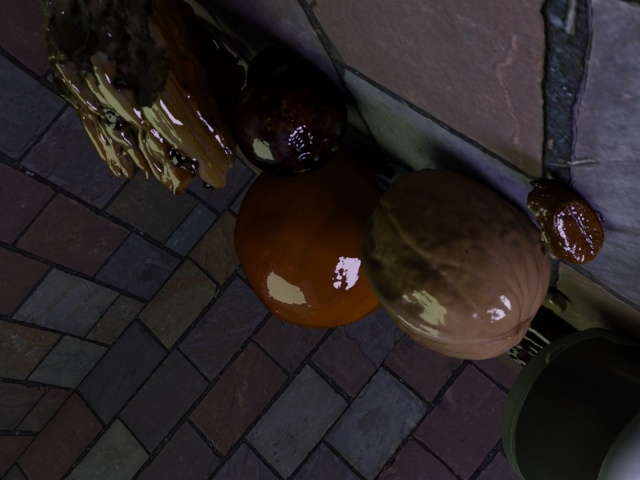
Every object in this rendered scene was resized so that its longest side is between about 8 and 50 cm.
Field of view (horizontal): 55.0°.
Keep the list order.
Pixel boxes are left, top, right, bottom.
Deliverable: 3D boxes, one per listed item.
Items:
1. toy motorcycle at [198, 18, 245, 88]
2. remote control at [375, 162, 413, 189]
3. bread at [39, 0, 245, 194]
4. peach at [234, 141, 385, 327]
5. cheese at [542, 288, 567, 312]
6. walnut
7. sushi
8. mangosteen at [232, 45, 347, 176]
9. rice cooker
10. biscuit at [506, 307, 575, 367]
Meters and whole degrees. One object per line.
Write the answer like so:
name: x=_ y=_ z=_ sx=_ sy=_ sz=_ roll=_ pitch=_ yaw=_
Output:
toy motorcycle: x=-0.210 y=-0.343 z=1.135 sx=0.212 sy=0.084 sz=0.118 roll=47 pitch=-179 yaw=19
remote control: x=0.183 y=-0.048 z=1.039 sx=0.244 sy=0.047 sz=0.087 roll=40 pitch=-179 yaw=-32
bread: x=-0.275 y=-0.259 z=0.881 sx=0.370 sy=0.191 sz=0.314 roll=53 pitch=-157 yaw=-36
peach: x=0.000 y=0.000 z=1.104 sx=0.343 sy=0.301 sz=0.343 roll=45 pitch=-162 yaw=-19
cheese: x=0.369 y=0.094 z=1.011 sx=0.044 sy=0.030 sz=0.083 roll=47 pitch=169 yaw=-20
walnut: x=0.164 y=0.025 z=0.788 sx=0.261 sy=0.225 sz=0.225 roll=53 pitch=-174 yaw=34
sushi: x=0.245 y=-0.017 z=0.620 sx=0.118 sy=0.061 sz=0.060 roll=64 pitch=174 yaw=-30
mangosteen: x=-0.052 y=-0.181 z=0.877 sx=0.184 sy=0.172 sz=0.172 roll=59 pitch=-177 yaw=16
rice cooker: x=0.423 y=0.287 z=0.864 sx=0.288 sy=0.288 sz=0.277 roll=40 pitch=176 yaw=-21
biscuit: x=0.476 y=0.234 z=1.315 sx=0.407 sy=0.091 sz=0.407 roll=40 pitch=178 yaw=2
